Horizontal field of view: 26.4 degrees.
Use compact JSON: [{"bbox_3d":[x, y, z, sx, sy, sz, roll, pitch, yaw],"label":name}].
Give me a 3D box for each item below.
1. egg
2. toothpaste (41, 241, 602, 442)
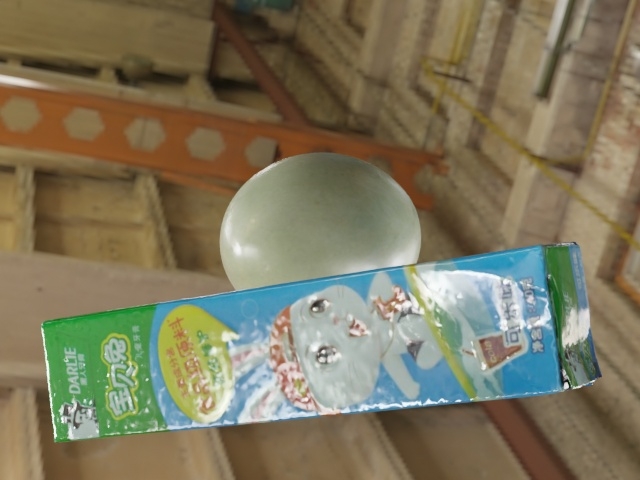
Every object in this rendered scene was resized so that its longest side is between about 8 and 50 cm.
[{"bbox_3d":[0.000,0.000,1.440,0.187,0.186,0.253,26,-161,33],"label":"egg"},{"bbox_3d":[-0.008,0.051,0.628,0.267,0.065,0.050,-9,177,28],"label":"toothpaste"}]
